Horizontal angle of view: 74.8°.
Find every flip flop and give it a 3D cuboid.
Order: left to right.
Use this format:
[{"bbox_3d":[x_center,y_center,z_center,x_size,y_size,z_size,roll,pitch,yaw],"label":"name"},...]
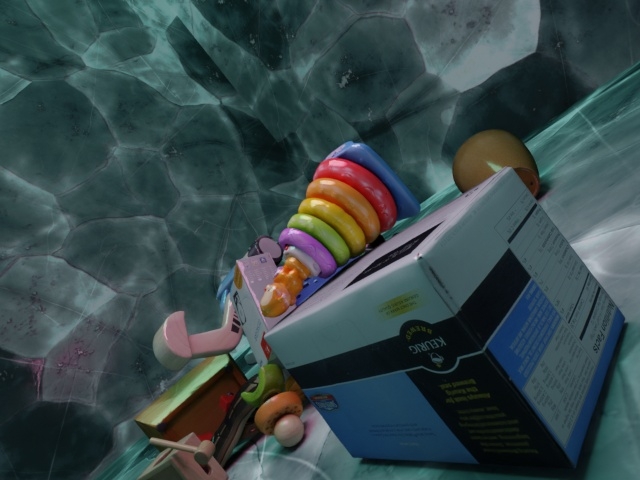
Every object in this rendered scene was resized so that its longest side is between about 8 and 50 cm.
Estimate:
[{"bbox_3d":[-0.182,0.442,1.014,0.277,0.080,0.112,-60,20,-10],"label":"flip flop"}]

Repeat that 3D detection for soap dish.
[{"bbox_3d":[-0.311,0.470,1.146,0.291,0.228,0.118,-38,18,-30],"label":"soap dish"}]

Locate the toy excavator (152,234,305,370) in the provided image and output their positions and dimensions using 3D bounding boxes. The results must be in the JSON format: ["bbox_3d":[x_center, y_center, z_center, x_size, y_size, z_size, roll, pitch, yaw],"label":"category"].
[{"bbox_3d":[-0.217,0.201,1.223,0.222,0.433,0.445,-47,29,33],"label":"toy excavator"}]

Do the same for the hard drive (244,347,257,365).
[{"bbox_3d":[-0.110,0.302,1.390,0.210,0.040,0.319,-24,3,8],"label":"hard drive"}]

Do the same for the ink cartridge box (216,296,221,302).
[{"bbox_3d":[-0.147,0.228,1.592,0.308,0.385,0.091,-38,26,20],"label":"ink cartridge box"}]

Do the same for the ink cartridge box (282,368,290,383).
[{"bbox_3d":[-0.003,0.312,1.369,0.261,0.066,0.296,-38,1,14],"label":"ink cartridge box"}]

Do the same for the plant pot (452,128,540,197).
[{"bbox_3d":[0.540,-0.189,1.241,0.237,0.237,0.254,-38,16,18],"label":"plant pot"}]

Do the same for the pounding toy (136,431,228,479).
[{"bbox_3d":[-0.282,0.467,0.891,0.206,0.181,0.094,-38,1,22],"label":"pounding toy"}]

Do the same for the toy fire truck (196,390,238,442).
[{"bbox_3d":[-0.218,0.468,1.094,0.192,0.135,0.047,5,4,-35],"label":"toy fire truck"}]

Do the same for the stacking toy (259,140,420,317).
[{"bbox_3d":[0.000,0.000,0.674,0.301,0.166,0.175,-51,14,-22],"label":"stacking toy"}]

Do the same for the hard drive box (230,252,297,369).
[{"bbox_3d":[-0.132,0.177,1.016,0.089,0.232,0.181,-14,-36,-27],"label":"hard drive box"}]

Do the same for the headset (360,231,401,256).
[{"bbox_3d":[0.207,0.063,1.292,0.244,0.185,0.394,1,4,17],"label":"headset"}]

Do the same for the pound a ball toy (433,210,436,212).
[{"bbox_3d":[0.360,-0.013,1.162,0.208,0.135,0.319,-38,0,-3],"label":"pound a ball toy"}]

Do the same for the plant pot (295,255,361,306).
[{"bbox_3d":[0.053,0.178,1.062,0.236,0.236,0.212,-38,8,-19],"label":"plant pot"}]

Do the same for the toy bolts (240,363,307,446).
[{"bbox_3d":[-0.015,0.310,0.886,0.218,0.158,0.228,23,-75,-46],"label":"toy bolts"}]

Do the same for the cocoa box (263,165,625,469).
[{"bbox_3d":[0.132,0.115,0.542,0.231,0.228,0.347,-36,-1,-38],"label":"cocoa box"}]
